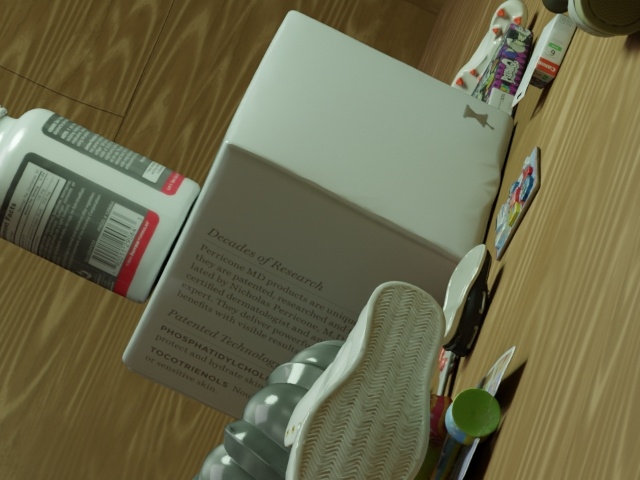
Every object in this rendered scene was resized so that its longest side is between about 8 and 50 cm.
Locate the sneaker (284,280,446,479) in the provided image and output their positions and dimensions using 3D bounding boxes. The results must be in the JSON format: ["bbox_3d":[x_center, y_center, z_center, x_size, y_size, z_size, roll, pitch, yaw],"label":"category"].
[{"bbox_3d":[0.023,0.184,1.523,0.169,0.108,0.292,-60,0,40],"label":"sneaker"}]

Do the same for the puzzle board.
[{"bbox_3d":[0.211,-0.042,1.875,0.128,0.011,0.096,-71,7,-67],"label":"puzzle board"}]

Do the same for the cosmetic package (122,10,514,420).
[{"bbox_3d":[0.000,0.000,2.183,0.394,0.327,0.329,-62,4,38],"label":"cosmetic package"}]

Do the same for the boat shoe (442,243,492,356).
[{"bbox_3d":[0.153,0.062,1.785,0.046,0.038,0.125,-29,33,51],"label":"boat shoe"}]

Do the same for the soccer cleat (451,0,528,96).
[{"bbox_3d":[0.250,-0.261,2.530,0.196,0.068,0.076,-63,-11,21],"label":"soccer cleat"}]

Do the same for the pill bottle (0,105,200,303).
[{"bbox_3d":[-0.331,-0.062,2.235,0.176,0.318,0.176,-64,2,4],"label":"pill bottle"}]

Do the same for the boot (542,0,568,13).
[{"bbox_3d":[0.286,-0.293,1.931,0.106,0.082,0.219,-64,4,-30],"label":"boot"}]

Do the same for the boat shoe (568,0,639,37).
[{"bbox_3d":[0.308,-0.341,1.655,0.103,0.113,0.302,-138,72,-81],"label":"boat shoe"}]

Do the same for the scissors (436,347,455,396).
[{"bbox_3d":[0.137,0.112,1.806,0.109,0.021,0.297,-62,2,20],"label":"scissors"}]

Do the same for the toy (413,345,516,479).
[{"bbox_3d":[0.102,0.179,1.550,0.237,0.056,0.137,122,173,-67],"label":"toy"}]

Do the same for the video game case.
[{"bbox_3d":[0.215,-0.152,2.385,0.210,0.041,0.232,-70,6,-47],"label":"video game case"}]

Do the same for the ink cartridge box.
[{"bbox_3d":[0.268,-0.210,2.078,0.063,0.029,0.115,131,162,-78],"label":"ink cartridge box"}]

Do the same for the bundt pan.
[{"bbox_3d":[-0.038,0.243,1.893,0.331,0.124,0.331,-51,-11,-14],"label":"bundt pan"}]
